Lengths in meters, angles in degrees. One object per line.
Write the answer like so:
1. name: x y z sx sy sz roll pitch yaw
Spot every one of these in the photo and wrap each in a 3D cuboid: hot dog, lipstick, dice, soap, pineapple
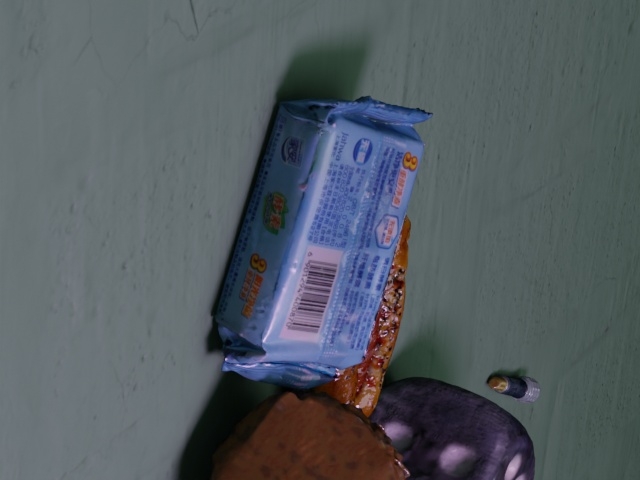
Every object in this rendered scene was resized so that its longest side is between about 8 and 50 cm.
1. hot dog: 0.030 0.085 1.807 0.144 0.075 0.268 -19 124 -56
2. lipstick: 0.255 0.194 2.332 0.116 0.037 0.037 20 89 -59
3. dice: 0.130 0.276 1.997 0.181 0.183 0.182 -59 153 -24
4. soap: 0.000 0.000 1.658 0.156 0.077 0.293 13 95 -46
5. pineapple: -0.012 0.284 1.776 0.202 0.202 0.362 -61 170 -18
